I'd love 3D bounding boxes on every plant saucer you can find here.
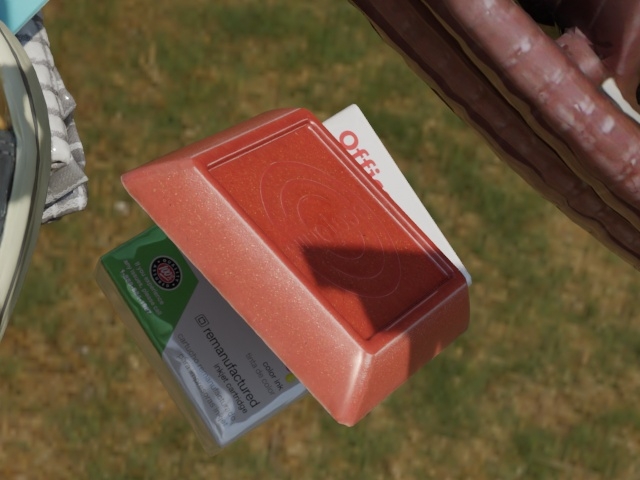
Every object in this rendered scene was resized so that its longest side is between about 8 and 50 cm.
[{"bbox_3d":[0.000,0.000,1.452,0.259,0.048,0.258,48,30,6],"label":"plant saucer"}]

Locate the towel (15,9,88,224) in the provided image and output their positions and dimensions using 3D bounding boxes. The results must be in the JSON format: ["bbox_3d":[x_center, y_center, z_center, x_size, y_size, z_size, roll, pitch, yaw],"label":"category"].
[{"bbox_3d":[-0.294,-0.086,1.106,0.283,0.121,0.235,-19,68,-1],"label":"towel"}]

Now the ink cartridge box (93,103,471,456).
[{"bbox_3d":[-0.034,0.035,1.644,0.278,0.117,0.201,-32,86,-14],"label":"ink cartridge box"}]

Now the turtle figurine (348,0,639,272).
[{"bbox_3d":[0.150,-0.052,0.345,0.274,0.198,0.266,9,43,-45],"label":"turtle figurine"}]

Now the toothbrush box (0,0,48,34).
[{"bbox_3d":[-0.185,-0.233,0.887,0.295,0.216,0.126,-49,27,-15],"label":"toothbrush box"}]

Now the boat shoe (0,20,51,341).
[{"bbox_3d":[-0.233,0.141,0.629,0.186,0.500,0.156,25,16,20],"label":"boat shoe"}]
